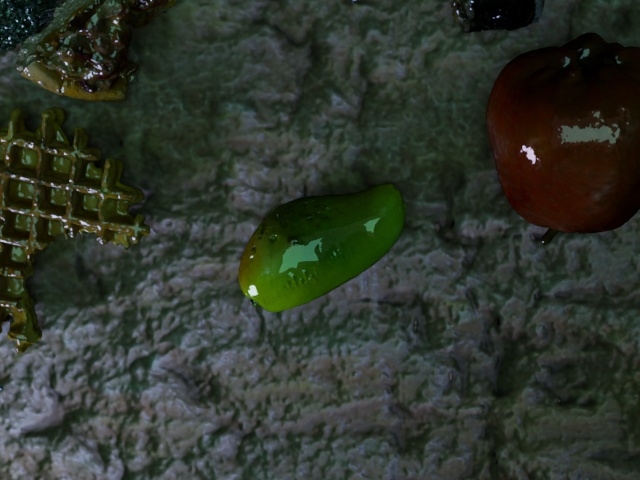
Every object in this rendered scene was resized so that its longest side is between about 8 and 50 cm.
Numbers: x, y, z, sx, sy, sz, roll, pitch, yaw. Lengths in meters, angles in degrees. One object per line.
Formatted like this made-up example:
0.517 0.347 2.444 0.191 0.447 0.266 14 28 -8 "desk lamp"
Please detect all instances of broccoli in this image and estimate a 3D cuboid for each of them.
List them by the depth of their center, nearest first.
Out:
-0.409 -0.331 1.337 0.220 0.194 0.194 -21 101 29 "broccoli"

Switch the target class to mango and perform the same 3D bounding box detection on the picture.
0.000 0.000 1.405 0.233 0.111 0.125 -34 103 6 "mango"

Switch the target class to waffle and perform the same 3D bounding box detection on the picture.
-0.378 -0.028 1.431 0.293 0.069 0.259 -40 95 10 "waffle"

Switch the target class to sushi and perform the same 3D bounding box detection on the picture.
0.199 -0.351 1.314 0.115 0.147 0.212 -5 105 2 "sushi"

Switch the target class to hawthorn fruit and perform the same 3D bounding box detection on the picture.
0.306 -0.109 1.338 0.224 0.224 0.260 1 124 1 "hawthorn fruit"

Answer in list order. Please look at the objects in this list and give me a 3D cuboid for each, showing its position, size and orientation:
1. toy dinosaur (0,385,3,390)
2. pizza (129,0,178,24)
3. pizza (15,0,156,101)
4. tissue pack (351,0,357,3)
-0.483 0.121 1.471 0.080 0.045 0.197 -32 89 4 "toy dinosaur"
-0.186 -0.347 1.369 0.201 0.053 0.193 15 101 -2 "pizza"
-0.259 -0.246 1.337 0.154 0.069 0.194 15 125 -31 "pizza"
0.012 -0.376 1.353 0.156 0.051 0.112 34 84 -5 "tissue pack"
